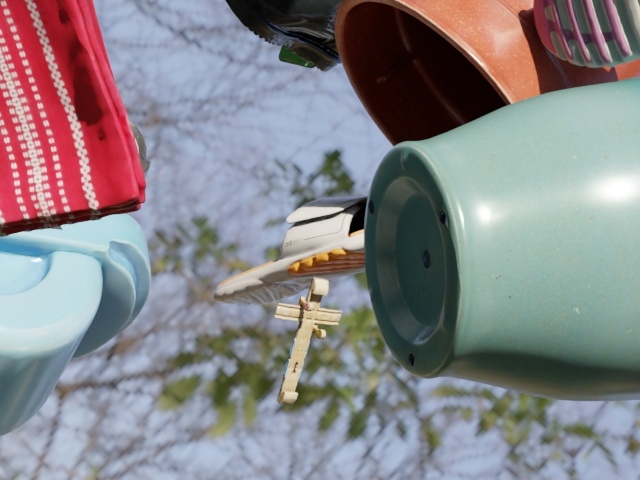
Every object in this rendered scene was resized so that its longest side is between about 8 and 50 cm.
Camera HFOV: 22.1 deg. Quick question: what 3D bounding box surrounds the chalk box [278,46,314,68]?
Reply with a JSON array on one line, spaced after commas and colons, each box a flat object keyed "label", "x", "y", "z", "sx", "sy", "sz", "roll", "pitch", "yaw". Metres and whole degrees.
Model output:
[{"label": "chalk box", "x": 0.018, "y": -0.292, "z": 1.827, "sx": 0.132, "sy": 0.213, "sz": 0.132, "roll": 20, "pitch": -14, "yaw": 46}]

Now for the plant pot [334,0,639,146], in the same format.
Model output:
[{"label": "plant pot", "x": 0.200, "y": -0.199, "z": 1.543, "sx": 0.272, "sy": 0.265, "sz": 0.272, "roll": 42, "pitch": -19, "yaw": 18}]

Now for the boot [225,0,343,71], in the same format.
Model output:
[{"label": "boot", "x": 0.027, "y": -0.276, "z": 1.625, "sx": 0.246, "sy": 0.207, "sz": 0.094, "roll": 23, "pitch": 36, "yaw": -58}]

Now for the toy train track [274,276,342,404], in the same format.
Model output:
[{"label": "toy train track", "x": -0.009, "y": 0.064, "z": 1.017, "sx": 0.014, "sy": 0.048, "sz": 0.083, "roll": 34, "pitch": -69, "yaw": 54}]

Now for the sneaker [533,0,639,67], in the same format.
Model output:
[{"label": "sneaker", "x": 0.289, "y": -0.204, "z": 1.349, "sx": 0.236, "sy": 0.104, "sz": 0.095, "roll": -8, "pitch": -81, "yaw": 41}]

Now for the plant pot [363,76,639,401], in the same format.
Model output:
[{"label": "plant pot", "x": 0.180, "y": 0.006, "z": 1.289, "sx": 0.271, "sy": 0.255, "sz": 0.272, "roll": 175, "pitch": -90, "yaw": -70}]

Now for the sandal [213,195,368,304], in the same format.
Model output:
[{"label": "sandal", "x": -0.007, "y": -0.001, "z": 1.595, "sx": 0.265, "sy": 0.102, "sz": 0.076, "roll": -19, "pitch": -105, "yaw": 34}]

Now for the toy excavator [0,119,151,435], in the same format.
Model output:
[{"label": "toy excavator", "x": -0.335, "y": 0.086, "z": 1.336, "sx": 0.222, "sy": 0.433, "sz": 0.445, "roll": -56, "pitch": -144, "yaw": 39}]

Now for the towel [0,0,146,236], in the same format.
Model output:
[{"label": "towel", "x": -0.246, "y": -0.086, "z": 0.937, "sx": 0.275, "sy": 0.031, "sz": 0.199, "roll": -11, "pitch": -76, "yaw": 14}]
